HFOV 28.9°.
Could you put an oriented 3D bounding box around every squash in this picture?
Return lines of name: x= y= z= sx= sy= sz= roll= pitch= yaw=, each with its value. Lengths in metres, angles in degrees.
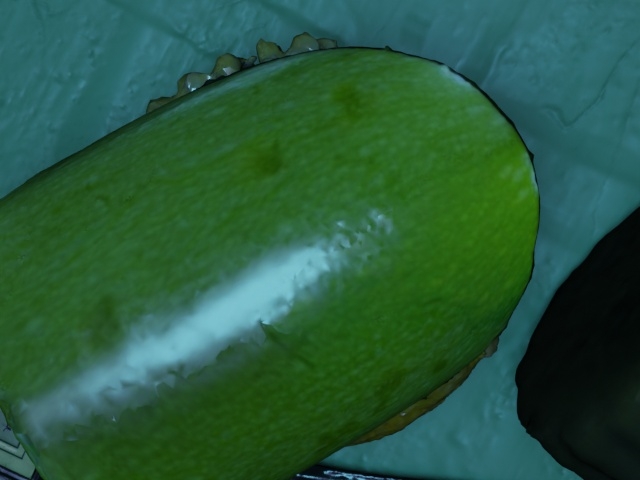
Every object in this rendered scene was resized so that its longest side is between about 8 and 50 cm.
squash: x=-0.034 y=0.016 z=0.726 sx=0.309 sy=0.210 sz=0.234 roll=-31 pitch=90 yaw=-4

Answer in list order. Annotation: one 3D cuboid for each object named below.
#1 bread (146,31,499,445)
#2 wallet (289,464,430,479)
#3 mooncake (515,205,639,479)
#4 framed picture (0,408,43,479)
bread: x=0.000 y=0.000 z=0.831 sx=0.274 sy=0.149 sz=0.274 roll=1 pitch=95 yaw=11
wallet: x=0.101 y=0.246 z=0.903 sx=0.285 sy=0.030 sz=0.146 roll=7 pitch=99 yaw=3
mooncake: x=0.238 y=0.067 z=0.784 sx=0.124 sy=0.228 sz=0.228 roll=41 pitch=97 yaw=-9
framed picture: x=-0.257 y=0.073 z=0.925 sx=0.199 sy=0.010 sz=0.195 roll=25 pitch=96 yaw=2
